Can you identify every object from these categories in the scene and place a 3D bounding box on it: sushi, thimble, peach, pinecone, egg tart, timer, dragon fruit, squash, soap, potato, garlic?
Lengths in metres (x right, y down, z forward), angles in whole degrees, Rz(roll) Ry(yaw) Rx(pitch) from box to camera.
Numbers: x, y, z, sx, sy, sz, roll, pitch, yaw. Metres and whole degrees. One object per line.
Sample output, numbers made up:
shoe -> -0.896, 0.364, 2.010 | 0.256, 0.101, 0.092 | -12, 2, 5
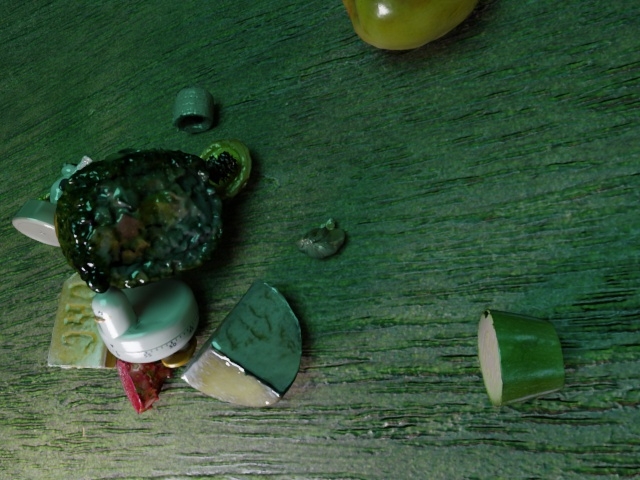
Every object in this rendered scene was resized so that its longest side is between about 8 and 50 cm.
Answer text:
sushi -> -0.397, -0.059, 1.117 | 0.178, 0.352, 0.294 | 13, 116, 50
thimble -> -0.349, -0.359, 1.364 | 0.115, 0.102, 0.090 | -7, 74, 17
peach -> 0.195, -0.566, 1.033 | 0.315, 0.314, 0.282 | -4, 42, 3
pinecone -> -0.240, -0.176, 1.199 | 0.083, 0.077, 0.077 | -21, 65, -12
egg tart -> -0.249, -0.176, 1.285 | 0.191, 0.074, 0.191 | -7, 74, 26
timer -> -0.798, -0.135, 1.522 | 0.175, 0.175, 0.266 | -2, 61, 26
dragon fruit -> -0.433, 0.348, 1.244 | 0.153, 0.111, 0.153 | 29, 127, 47
timer -> -0.415, 0.169, 1.180 | 0.233, 0.240, 0.233 | -6, 33, 4
squash -> 0.342, 0.198, 0.856 | 0.122, 0.170, 0.170 | -7, 74, 12
soap -> -0.592, 0.196, 1.274 | 0.160, 0.080, 0.258 | -1, 73, 8
potato -> -0.161, 0.257, 1.127 | 0.189, 0.211, 0.264 | 37, 137, -7
garlic -> 0.000, 0.004, 1.116 | 0.113, 0.094, 0.074 | -15, 111, 17

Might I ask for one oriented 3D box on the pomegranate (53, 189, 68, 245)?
pomegranate -> -0.549, -0.058, 1.299 | 0.281, 0.281, 0.281 | -7, 74, 25

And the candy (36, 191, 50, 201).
candy -> -0.885, -0.155, 1.626 | 0.035, 0.035, 0.123 | 43, 89, 18
